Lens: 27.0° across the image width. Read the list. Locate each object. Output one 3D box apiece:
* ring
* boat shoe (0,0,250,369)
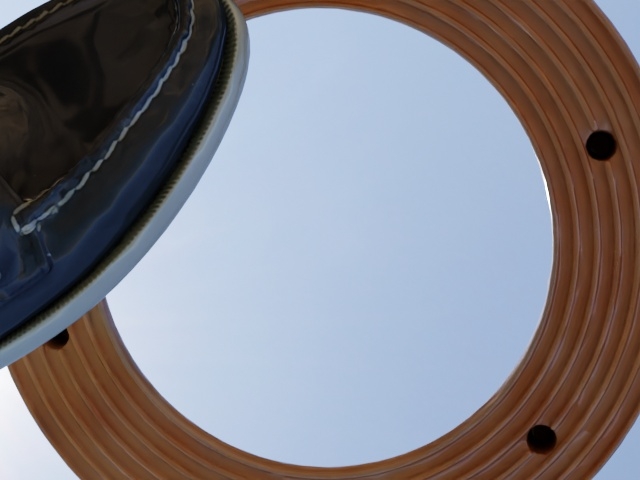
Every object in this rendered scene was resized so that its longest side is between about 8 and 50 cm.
[{"bbox_3d":[0.000,0.000,0.636,0.337,0.336,0.032,-31,180,12],"label":"ring"},{"bbox_3d":[-0.180,-0.008,0.532,0.340,0.113,0.127,-37,-126,2],"label":"boat shoe"}]
